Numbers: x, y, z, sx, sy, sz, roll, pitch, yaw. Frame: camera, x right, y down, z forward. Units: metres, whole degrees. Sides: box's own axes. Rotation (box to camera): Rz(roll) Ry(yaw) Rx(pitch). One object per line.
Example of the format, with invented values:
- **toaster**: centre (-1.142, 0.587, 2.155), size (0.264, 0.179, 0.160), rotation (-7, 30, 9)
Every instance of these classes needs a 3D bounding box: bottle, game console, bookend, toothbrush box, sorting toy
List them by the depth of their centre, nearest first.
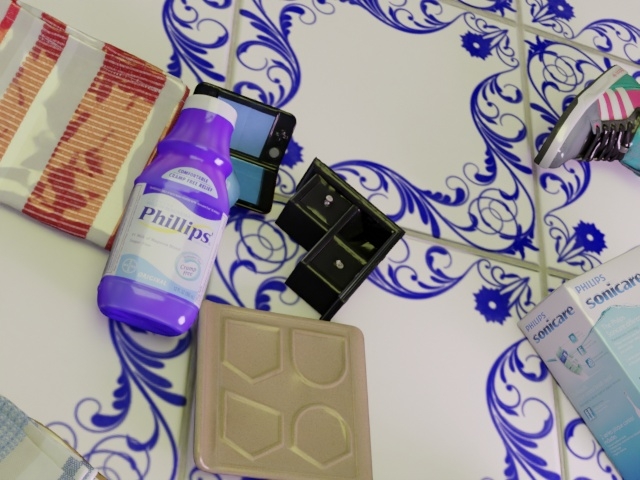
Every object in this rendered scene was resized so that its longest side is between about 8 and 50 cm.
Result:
- **sorting toy**: centre (-0.043, 0.224, 1.212), size (0.229, 0.041, 0.307), rotation (14, 54, -23)
- **bottle**: centre (-0.168, -0.034, 1.233), size (0.118, 0.092, 0.282), rotation (22, 71, -15)
- **bookend**: centre (0.000, 0.000, 1.354), size (0.157, 0.072, 0.156), rotation (41, 51, 4)
- **game console**: centre (-0.112, -0.122, 1.371), size (0.144, 0.124, 0.085), rotation (19, 19, -14)
- **toothbrush box**: centre (0.448, 0.170, 1.426), size (0.216, 0.126, 0.295), rotation (-22, 71, -34)

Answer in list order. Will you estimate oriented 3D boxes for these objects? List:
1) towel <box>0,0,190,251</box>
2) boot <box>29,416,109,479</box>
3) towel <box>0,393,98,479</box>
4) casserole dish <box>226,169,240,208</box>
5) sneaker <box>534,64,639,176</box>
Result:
- **towel**: centre (-0.348, -0.158, 1.258), size (0.329, 0.037, 0.237), rotation (26, 75, -7)
- **boot**: centre (-0.294, 0.278, 1.028), size (0.213, 0.077, 0.165), rotation (39, 53, 1)
- **towel**: centre (-0.381, 0.217, 0.996), size (0.285, 0.034, 0.209), rotation (34, 62, 17)
- **casserole dish**: centre (-0.180, -0.100, 1.321), size (0.114, 0.037, 0.188), rotation (-31, 79, -9)
- **sneaker**: centre (0.471, -0.156, 1.661), size (0.178, 0.124, 0.295), rotation (39, 49, 14)
